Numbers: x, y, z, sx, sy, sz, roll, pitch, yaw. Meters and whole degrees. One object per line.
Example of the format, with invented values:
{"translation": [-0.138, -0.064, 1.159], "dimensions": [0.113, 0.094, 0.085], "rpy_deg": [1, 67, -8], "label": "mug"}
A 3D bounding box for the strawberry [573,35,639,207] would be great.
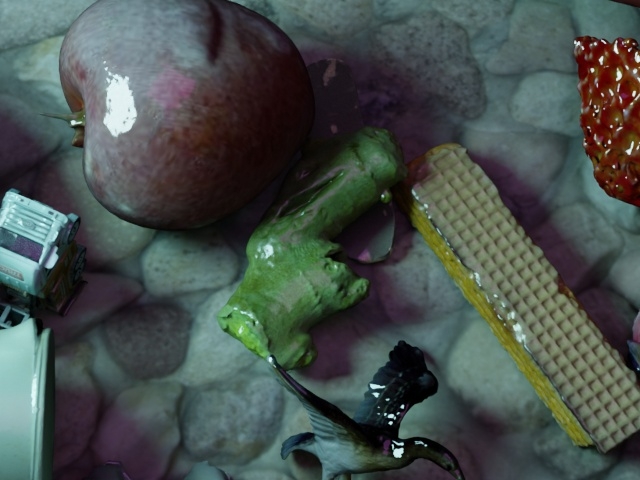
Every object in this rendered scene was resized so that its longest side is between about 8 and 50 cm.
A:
{"translation": [0.370, -0.124, 1.701], "dimensions": [0.234, 0.234, 0.178], "rpy_deg": [18, 96, 2], "label": "strawberry"}

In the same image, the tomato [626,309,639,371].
{"translation": [0.485, 0.077, 1.543], "dimensions": [0.290, 0.176, 0.335], "rpy_deg": [-11, 35, -20], "label": "tomato"}

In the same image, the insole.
{"translation": [0.027, -0.089, 1.705], "dimensions": [0.081, 0.011, 0.247], "rpy_deg": [-14, 70, 4], "label": "insole"}

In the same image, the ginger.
{"translation": [-0.003, 0.004, 1.625], "dimensions": [0.137, 0.089, 0.290], "rpy_deg": [8, 64, 26], "label": "ginger"}

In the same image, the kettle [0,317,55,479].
{"translation": [-0.409, 0.201, 1.438], "dimensions": [0.318, 0.205, 0.265], "rpy_deg": [2, 64, -8], "label": "kettle"}

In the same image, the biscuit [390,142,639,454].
{"translation": [0.212, 0.057, 1.645], "dimensions": [0.094, 0.054, 0.378], "rpy_deg": [-30, 73, -19], "label": "biscuit"}

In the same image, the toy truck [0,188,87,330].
{"translation": [-0.291, 0.032, 1.535], "dimensions": [0.080, 0.177, 0.115], "rpy_deg": [23, 68, 5], "label": "toy truck"}

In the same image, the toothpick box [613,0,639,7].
{"translation": [0.308, -0.382, 1.767], "dimensions": [0.333, 0.204, 0.204], "rpy_deg": [14, 66, 1], "label": "toothpick box"}

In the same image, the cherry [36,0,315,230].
{"translation": [-0.138, -0.141, 1.610], "dimensions": [0.307, 0.221, 0.261], "rpy_deg": [-6, 64, -25], "label": "cherry"}

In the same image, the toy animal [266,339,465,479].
{"translation": [0.057, 0.199, 1.518], "dimensions": [0.197, 0.160, 0.272], "rpy_deg": [43, 31, 20], "label": "toy animal"}

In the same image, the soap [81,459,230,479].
{"translation": [-0.136, 0.386, 1.459], "dimensions": [0.159, 0.302, 0.257], "rpy_deg": [-2, 110, -14], "label": "soap"}
